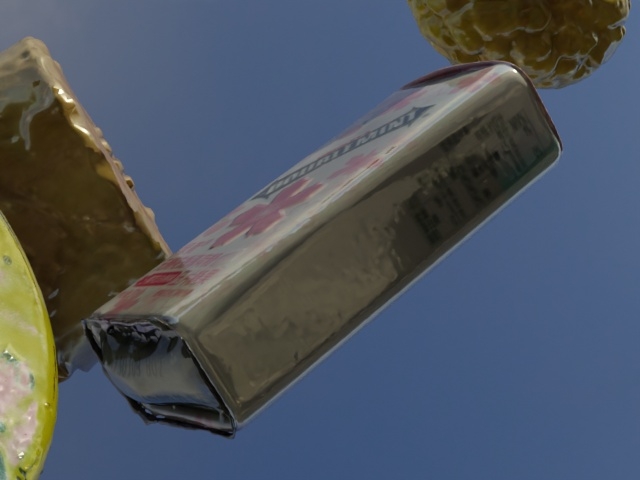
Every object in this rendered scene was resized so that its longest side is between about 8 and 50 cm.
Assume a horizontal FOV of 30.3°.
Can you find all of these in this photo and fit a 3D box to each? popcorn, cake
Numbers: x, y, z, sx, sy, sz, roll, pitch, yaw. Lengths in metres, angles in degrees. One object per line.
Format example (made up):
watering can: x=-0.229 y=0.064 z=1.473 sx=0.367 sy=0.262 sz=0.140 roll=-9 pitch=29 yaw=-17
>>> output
popcorn: x=0.194 y=-0.250 z=1.138 sx=0.226 sy=0.200 sz=0.203 roll=17 pitch=-77 yaw=4
cake: x=-0.329 y=0.007 z=1.163 sx=0.321 sy=0.332 sz=0.332 roll=-31 pitch=-72 yaw=-7

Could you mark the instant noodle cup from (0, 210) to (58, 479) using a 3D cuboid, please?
instant noodle cup: x=-0.354 y=0.081 z=0.677 sx=0.325 sy=0.254 sz=0.325 roll=44 pitch=-152 yaw=-31

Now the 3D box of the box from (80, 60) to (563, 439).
box: x=0.000 y=0.000 z=0.916 sx=0.369 sy=0.190 sz=0.112 roll=-37 pitch=-76 yaw=-28
